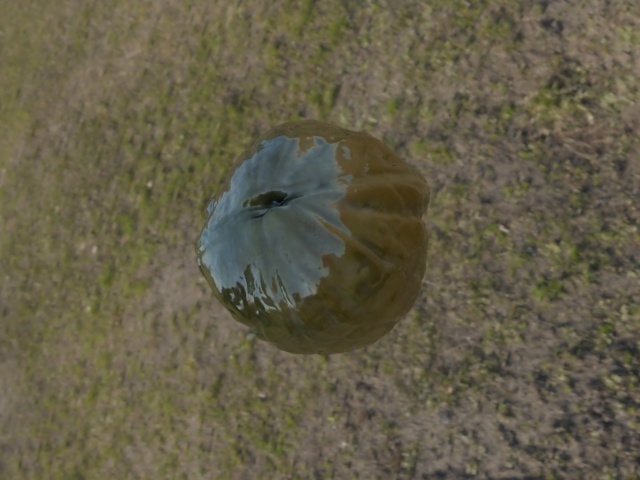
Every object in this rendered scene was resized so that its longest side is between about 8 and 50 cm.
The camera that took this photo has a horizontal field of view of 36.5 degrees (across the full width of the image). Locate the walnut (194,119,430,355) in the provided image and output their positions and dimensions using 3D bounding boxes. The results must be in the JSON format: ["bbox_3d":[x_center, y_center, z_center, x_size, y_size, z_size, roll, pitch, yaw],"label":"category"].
[{"bbox_3d":[0.000,0.000,0.425,0.105,0.124,0.105,-2,80,12],"label":"walnut"}]
